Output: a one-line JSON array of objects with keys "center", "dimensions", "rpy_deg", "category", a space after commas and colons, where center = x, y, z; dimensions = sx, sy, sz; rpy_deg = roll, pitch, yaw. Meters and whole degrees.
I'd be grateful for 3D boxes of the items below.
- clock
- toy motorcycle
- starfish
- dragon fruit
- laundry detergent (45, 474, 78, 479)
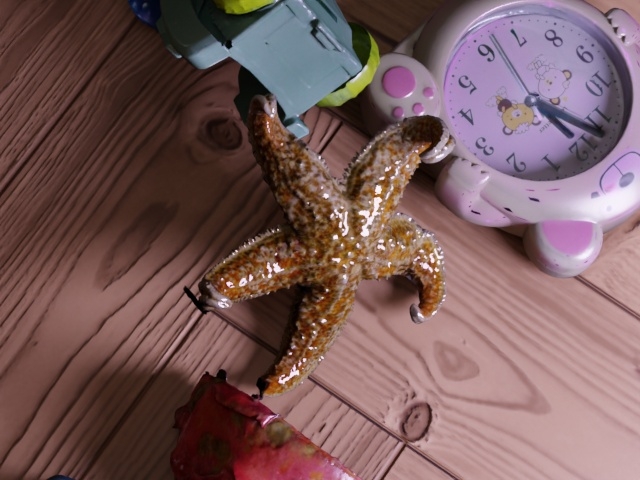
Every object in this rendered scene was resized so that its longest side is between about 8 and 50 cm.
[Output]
[{"center": [0.227, -0.137, 1.737], "dimensions": [0.284, 0.114, 0.309], "rpy_deg": [-43, 82, -13], "category": "clock"}, {"center": [-0.094, -0.255, 1.718], "dimensions": [0.200, 0.191, 0.326], "rpy_deg": [-37, 44, 9], "category": "toy motorcycle"}, {"center": [-0.001, 0.000, 1.639], "dimensions": [0.303, 0.113, 0.312], "rpy_deg": [-22, 117, -18], "category": "starfish"}, {"center": [-0.062, 0.272, 1.613], "dimensions": [0.262, 0.134, 0.211], "rpy_deg": [32, 86, 5], "category": "dragon fruit"}, {"center": [-0.255, 0.381, 1.593], "dimensions": [0.143, 0.094, 0.289], "rpy_deg": [18, 75, 9], "category": "laundry detergent"}]
